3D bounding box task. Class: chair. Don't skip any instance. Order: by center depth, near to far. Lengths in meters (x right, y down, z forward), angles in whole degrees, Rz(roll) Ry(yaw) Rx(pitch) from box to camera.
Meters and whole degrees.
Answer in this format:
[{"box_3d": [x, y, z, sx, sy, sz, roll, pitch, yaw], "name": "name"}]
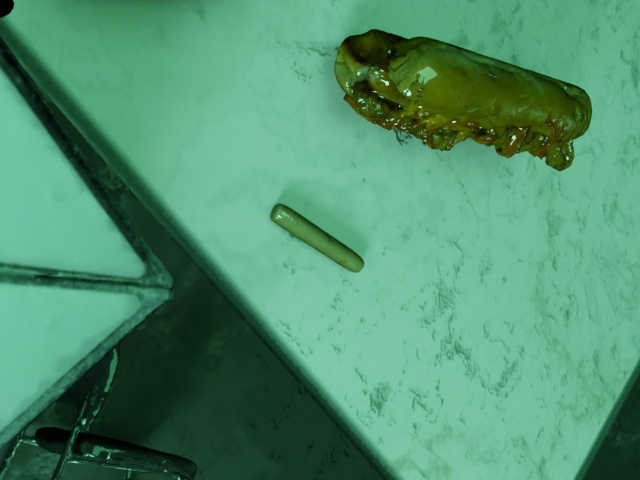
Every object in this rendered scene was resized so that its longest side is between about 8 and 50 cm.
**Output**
[{"box_3d": [-0.184, 0.179, 0.723, 0.145, 0.140, 0.221, 21, 74, -34], "name": "chair"}]

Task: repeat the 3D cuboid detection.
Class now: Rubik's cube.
[{"box_3d": [-0.299, 0.015, 0.572, 0.260, 0.259, 0.255, -41, 111, -26], "name": "Rubik's cube"}]

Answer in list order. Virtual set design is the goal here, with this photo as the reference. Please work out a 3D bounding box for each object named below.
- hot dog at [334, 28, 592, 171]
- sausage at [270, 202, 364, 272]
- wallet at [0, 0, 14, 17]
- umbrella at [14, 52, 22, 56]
[{"box_3d": [0.172, -0.155, 0.985, 0.349, 0.158, 0.117, 6, 104, -40], "name": "hot dog"}, {"box_3d": [0.000, 0.000, 0.928, 0.132, 0.024, 0.024, 33, 70, -30], "name": "sausage"}, {"box_3d": [-0.381, -0.198, 0.568, 0.318, 0.172, 0.045, 11, 97, -36], "name": "wallet"}, {"box_3d": [-0.293, -0.145, 0.721, 0.083, 0.020, 0.031, -33, 147, -32], "name": "umbrella"}]
